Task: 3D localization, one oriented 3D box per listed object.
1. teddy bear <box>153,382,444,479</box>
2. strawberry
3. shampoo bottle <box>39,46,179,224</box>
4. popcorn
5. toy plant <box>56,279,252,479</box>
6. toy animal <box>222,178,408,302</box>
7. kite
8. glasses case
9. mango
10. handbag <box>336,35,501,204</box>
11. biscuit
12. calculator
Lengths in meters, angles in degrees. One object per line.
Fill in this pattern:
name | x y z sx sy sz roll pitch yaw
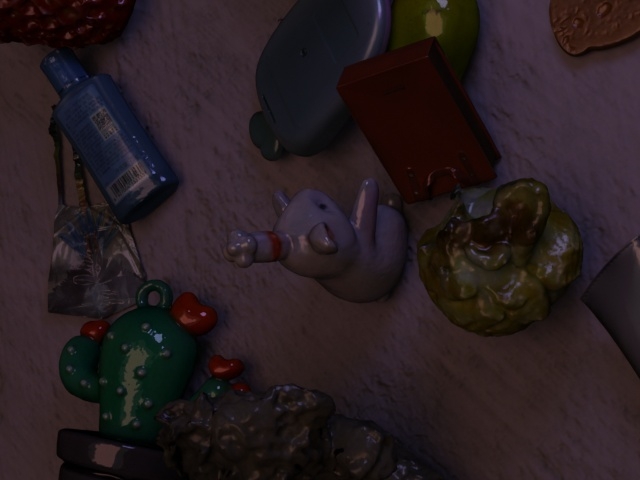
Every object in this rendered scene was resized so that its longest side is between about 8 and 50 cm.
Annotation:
teddy bear | -0.053 0.298 1.859 0.357 0.367 0.224 -26 54 26
strawberry | -0.337 -0.345 2.153 0.178 0.234 0.234 28 106 -2
shampoo bottle | -0.298 -0.153 2.159 0.104 0.061 0.258 -38 76 17
popcorn | 0.205 0.006 1.796 0.198 0.212 0.198 0 62 1
toy plant | -0.255 0.248 2.083 0.279 0.185 0.400 9 87 51
toy animal | 0.003 -0.011 1.882 0.141 0.282 0.138 -15 67 27
kite | -0.317 -0.044 2.211 0.169 0.015 0.310 -3 89 28
glasses case | 0.414 0.143 1.742 0.128 0.083 0.308 -39 72 31
mango | 0.127 -0.242 1.903 0.117 0.089 0.163 29 105 27
handbag | 0.119 -0.138 1.870 0.127 0.063 0.190 -16 123 28
biscuit | 0.329 -0.280 1.823 0.140 0.023 0.118 -12 84 31
calculator | -0.009 -0.214 1.971 0.299 0.041 0.185 -49 49 35
